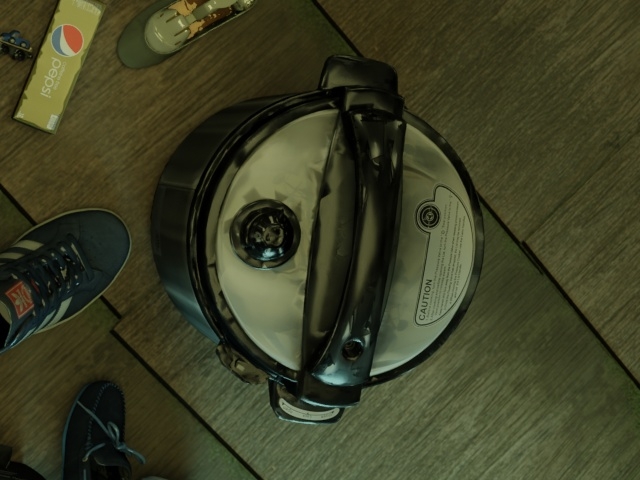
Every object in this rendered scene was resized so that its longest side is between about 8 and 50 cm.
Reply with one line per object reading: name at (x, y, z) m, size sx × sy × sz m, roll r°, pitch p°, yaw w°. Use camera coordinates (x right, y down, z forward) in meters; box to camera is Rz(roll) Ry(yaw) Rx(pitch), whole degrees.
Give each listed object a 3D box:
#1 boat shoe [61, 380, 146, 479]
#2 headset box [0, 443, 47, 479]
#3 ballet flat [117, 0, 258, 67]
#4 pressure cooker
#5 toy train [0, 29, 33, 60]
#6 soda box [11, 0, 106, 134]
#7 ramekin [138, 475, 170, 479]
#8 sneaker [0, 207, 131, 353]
boat shoe at (-0.273, 0.299, 1.627) m, size 0.109 × 0.089 × 0.258 m, roll 35°, pitch 46°, yaw -46°
headset box at (-0.472, 0.381, 1.577) m, size 0.218 × 0.110 × 0.293 m, roll 26°, pitch 86°, yaw -45°
ballet flat at (-0.172, -0.297, 1.675) m, size 0.213 × 0.068 × 0.072 m, roll -32°, pitch 102°, yaw -12°
pressure cooker at (-0.006, 0.001, 1.566) m, size 0.376 × 0.420 × 0.369 m, roll -36°, pitch 103°, yaw -12°
toy train at (-0.433, -0.265, 1.604) m, size 0.158 × 0.027 × 0.036 m, roll 20°, pitch 90°, yaw -32°
soda box at (-0.336, -0.229, 1.634) m, size 0.058 × 0.061 × 0.181 m, roll 22°, pitch 88°, yaw -17°
ramekin at (-0.222, 0.406, 1.652) m, size 0.109 × 0.207 × 0.207 m, roll 27°, pitch 86°, yaw -8°
sneaker at (-0.370, 0.067, 1.581) m, size 0.350 × 0.148 × 0.131 m, roll -35°, pitch 100°, yaw -26°
